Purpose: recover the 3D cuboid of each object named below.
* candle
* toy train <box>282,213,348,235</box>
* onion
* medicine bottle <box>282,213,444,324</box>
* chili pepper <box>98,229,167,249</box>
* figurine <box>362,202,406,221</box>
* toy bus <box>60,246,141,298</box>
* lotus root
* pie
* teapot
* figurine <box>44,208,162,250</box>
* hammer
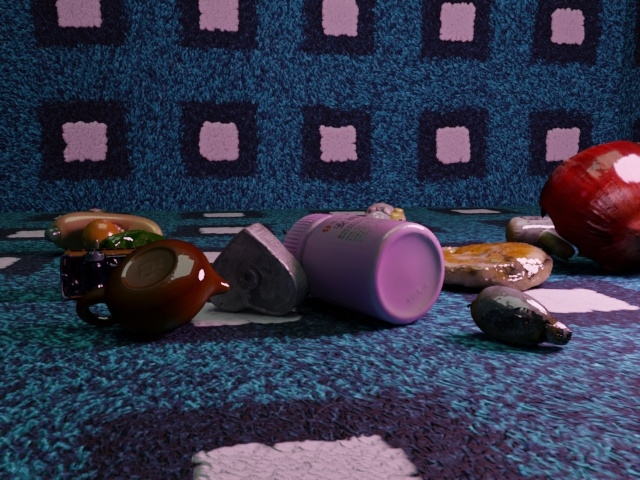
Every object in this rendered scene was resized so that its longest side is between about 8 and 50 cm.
[{"bbox_3d":[-0.119,0.053,1.175,0.192,0.169,0.068,1,13,18],"label":"candle"},{"bbox_3d":[0.000,0.000,1.618,0.163,0.112,0.203,-17,5,-7],"label":"toy train"},{"bbox_3d":[0.736,-0.092,1.606,0.341,0.341,0.341,0,7,0],"label":"onion"},{"bbox_3d":[0.071,0.042,1.195,0.178,0.178,0.290,-5,9,-34],"label":"medicine bottle"},{"bbox_3d":[-0.490,0.019,1.698,0.074,0.100,0.257,26,13,32],"label":"chili pepper"},{"bbox_3d":[0.209,-0.054,2.182,0.155,0.127,0.235,11,14,7],"label":"figurine"},{"bbox_3d":[-0.437,0.062,1.340,0.201,0.098,0.114,-3,7,-23],"label":"toy bus"},{"bbox_3d":[0.305,0.120,0.999,0.088,0.088,0.165,-7,20,-45],"label":"lotus root"},{"bbox_3d":[0.371,0.057,1.493,0.339,0.077,0.339,-3,10,1],"label":"pie"},{"bbox_3d":[-0.278,0.096,1.066,0.252,0.135,0.178,-17,37,3],"label":"teapot"},{"bbox_3d":[-0.625,-0.018,1.871,0.324,0.124,0.222,5,8,5],"label":"figurine"},{"bbox_3d":[0.652,0.004,1.814,0.201,0.113,0.305,-3,13,1],"label":"hammer"}]
